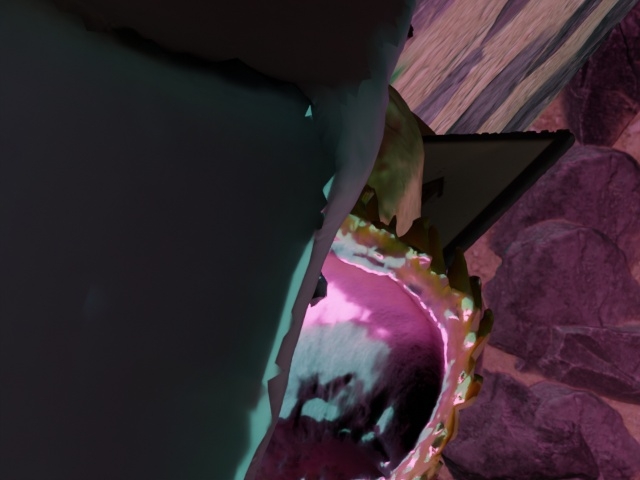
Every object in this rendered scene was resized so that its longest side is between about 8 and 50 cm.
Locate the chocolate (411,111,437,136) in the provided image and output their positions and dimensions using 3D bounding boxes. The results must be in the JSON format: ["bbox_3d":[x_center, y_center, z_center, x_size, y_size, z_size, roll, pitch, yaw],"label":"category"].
[{"bbox_3d":[0.000,0.000,1.395,0.214,0.093,0.148,-50,171,28],"label":"chocolate"}]

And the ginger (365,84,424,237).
[{"bbox_3d":[-0.026,-0.011,0.982,0.152,0.138,0.267,-45,180,34],"label":"ginger"}]

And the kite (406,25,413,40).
[{"bbox_3d":[0.062,-0.169,1.091,0.204,0.022,0.360,-47,173,15],"label":"kite"}]

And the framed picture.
[{"bbox_3d":[-0.028,0.024,1.091,0.244,0.013,0.324,2,-145,46],"label":"framed picture"}]

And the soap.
[{"bbox_3d":[-0.056,0.034,0.538,0.285,0.107,0.296,-74,-177,-69],"label":"soap"}]

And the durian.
[{"bbox_3d":[-0.055,0.029,0.803,0.341,0.112,0.191,5,114,-36],"label":"durian"}]
